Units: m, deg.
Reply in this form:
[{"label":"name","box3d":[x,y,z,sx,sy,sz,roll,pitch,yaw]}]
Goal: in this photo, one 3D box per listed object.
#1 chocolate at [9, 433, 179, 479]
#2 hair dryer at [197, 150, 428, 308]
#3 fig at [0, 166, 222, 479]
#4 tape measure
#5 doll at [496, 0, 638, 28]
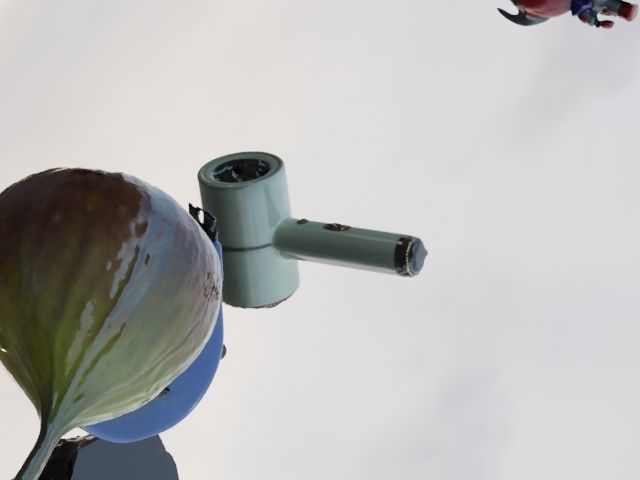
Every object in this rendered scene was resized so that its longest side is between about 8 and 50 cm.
[{"label":"chocolate","box3d":[-0.284,0.314,2.115,0.177,0.206,0.224,-5,-169,30]},{"label":"hair dryer","box3d":[0.000,0.000,2.617,0.362,0.203,0.128,8,-151,30]},{"label":"fig","box3d":[-0.152,0.070,1.165,0.143,0.160,0.230,168,-63,-79]},{"label":"tape measure","box3d":[-0.248,0.106,1.850,0.098,0.351,0.215,24,-58,49]},{"label":"doll","box3d":[0.274,-0.296,2.162,0.062,0.195,0.104,-51,148,-44]}]
